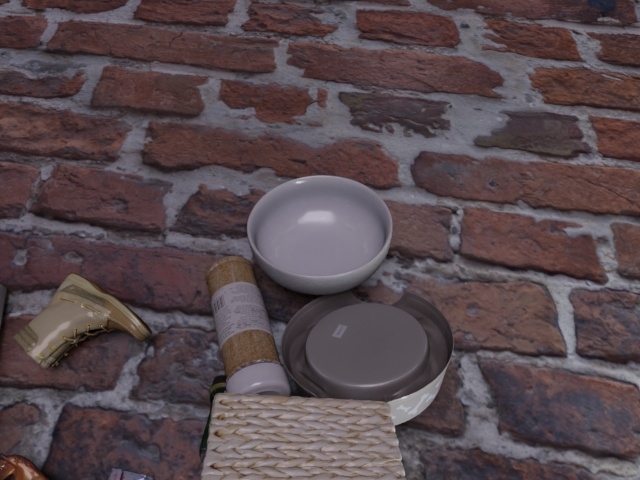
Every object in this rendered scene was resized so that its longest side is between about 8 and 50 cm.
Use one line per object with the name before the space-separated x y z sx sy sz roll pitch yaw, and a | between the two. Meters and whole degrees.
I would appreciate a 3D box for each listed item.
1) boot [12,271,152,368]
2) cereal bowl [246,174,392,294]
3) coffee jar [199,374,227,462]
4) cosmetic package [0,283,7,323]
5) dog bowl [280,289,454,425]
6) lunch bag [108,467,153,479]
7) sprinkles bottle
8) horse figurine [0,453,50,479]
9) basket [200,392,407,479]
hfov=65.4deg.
boot | -0.532 0.208 1.115 0.262 0.095 0.203 28 63 15
cereal bowl | 0.000 0.000 1.205 0.339 0.141 0.338 -1 49 2
coffee jar | -0.186 0.360 1.016 0.096 0.079 0.184 0 34 -3
cosmetic package | -0.824 0.248 1.037 0.217 0.156 0.384 -12 59 -4
dog bowl | 0.096 0.236 1.037 0.349 0.102 0.348 -6 30 3
lunch bag | -0.387 0.494 0.984 0.083 0.053 0.071 7 59 13
sprinkles bottle | -0.164 0.191 1.069 0.121 0.121 0.355 -15 46 -10
horse figurine | -0.519 0.526 0.955 0.264 0.066 0.174 10 66 6
basket | -0.046 0.453 0.814 0.332 0.328 0.266 5 36 -9
